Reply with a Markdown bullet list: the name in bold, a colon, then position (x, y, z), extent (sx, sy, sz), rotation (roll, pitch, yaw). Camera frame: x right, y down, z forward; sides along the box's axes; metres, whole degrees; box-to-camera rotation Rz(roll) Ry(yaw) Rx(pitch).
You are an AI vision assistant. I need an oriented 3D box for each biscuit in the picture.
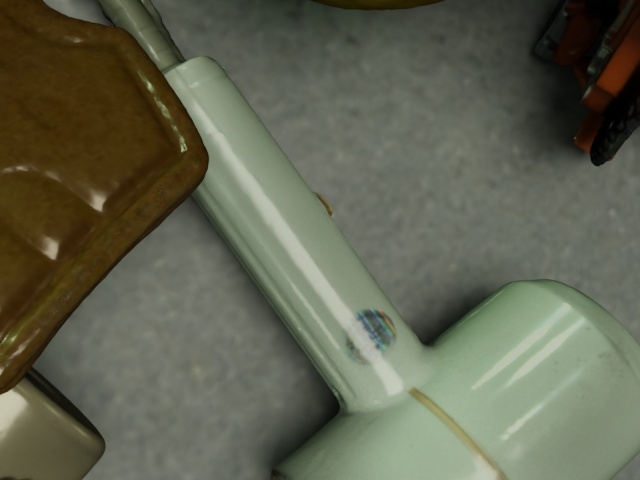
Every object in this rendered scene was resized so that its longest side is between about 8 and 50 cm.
- **biscuit**: position (-0.166, -0.046, 0.356), extent (0.215, 0.034, 0.182), rotation (32, 60, 11)

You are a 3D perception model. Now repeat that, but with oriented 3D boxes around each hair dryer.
- **hair dryer**: position (0.000, 0.000, 0.432), extent (0.173, 0.107, 0.357), rotation (-36, 93, -19)

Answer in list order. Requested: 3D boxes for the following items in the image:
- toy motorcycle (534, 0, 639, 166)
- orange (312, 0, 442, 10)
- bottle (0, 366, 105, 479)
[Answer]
- **toy motorcycle**: position (0.208, -0.173, 0.399), extent (0.148, 0.325, 0.221), rotation (31, 60, 6)
- **orange**: position (0.043, -0.228, 0.353), extent (0.235, 0.279, 0.279), rotation (25, 80, -17)
- **bottle**: position (-0.192, 0.125, 0.347), extent (0.209, 0.097, 0.110), rotation (-48, 142, -15)
